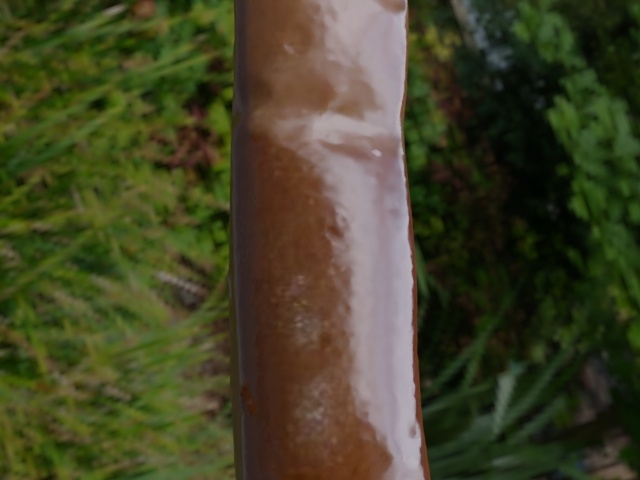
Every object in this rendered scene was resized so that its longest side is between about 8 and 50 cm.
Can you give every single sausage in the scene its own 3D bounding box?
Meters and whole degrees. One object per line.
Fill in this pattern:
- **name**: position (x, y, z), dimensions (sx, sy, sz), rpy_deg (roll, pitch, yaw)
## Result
- **sausage**: position (-0.001, 0.000, 0.818), dimensions (0.094, 0.097, 0.348), rpy_deg (136, -45, -66)
